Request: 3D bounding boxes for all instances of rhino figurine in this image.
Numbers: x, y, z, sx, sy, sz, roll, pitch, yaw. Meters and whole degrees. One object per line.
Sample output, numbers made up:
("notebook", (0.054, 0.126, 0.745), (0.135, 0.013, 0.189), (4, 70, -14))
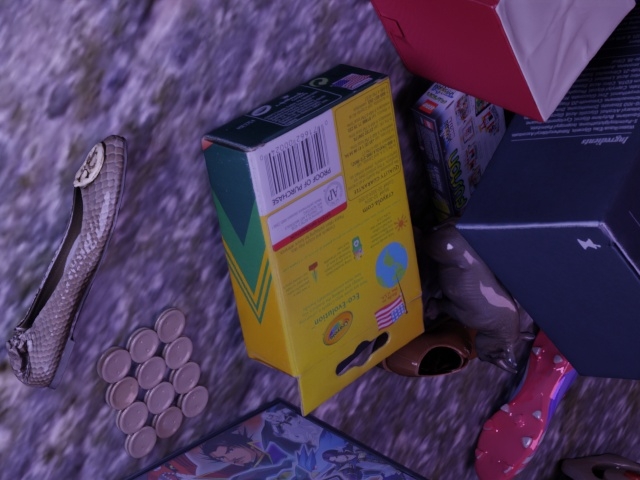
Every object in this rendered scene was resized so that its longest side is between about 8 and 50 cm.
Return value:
("rhino figurine", (0.180, 0.068, 1.870), (0.073, 0.106, 0.243), (-53, 124, -39))

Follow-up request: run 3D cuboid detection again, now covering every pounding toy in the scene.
("pounding toy", (0.452, 0.416, 2.372), (0.269, 0.154, 0.155), (3, 108, -48))

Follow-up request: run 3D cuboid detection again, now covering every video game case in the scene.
("video game case", (-0.057, 0.272, 1.647), (0.275, 0.248, 0.035), (-25, 125, -38))

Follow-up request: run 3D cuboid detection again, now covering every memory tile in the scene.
("memory tile", (-0.172, 0.147, 1.641), (0.113, 0.012, 0.148), (-38, 135, -29))

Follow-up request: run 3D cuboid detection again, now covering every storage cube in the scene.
("storage cube", (0.184, -0.270, 1.670), (0.183, 0.193, 0.215), (-51, 140, -16))

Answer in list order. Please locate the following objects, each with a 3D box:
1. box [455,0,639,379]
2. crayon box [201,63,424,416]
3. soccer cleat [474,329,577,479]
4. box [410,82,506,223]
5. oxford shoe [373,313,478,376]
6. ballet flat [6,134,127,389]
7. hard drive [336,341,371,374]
("box", (0.386, -0.076, 1.847), (0.293, 0.212, 0.395), (48, 59, -32))
("crayon box", (0.000, 0.000, 1.675), (0.202, 0.081, 0.318), (-31, 124, -35))
("soccer cleat", (0.291, 0.223, 2.150), (0.095, 0.083, 0.248), (32, 82, -56))
("box", (0.166, -0.114, 1.833), (0.114, 0.036, 0.207), (-46, 146, -22))
("oxford shoe", (0.160, 0.137, 1.958), (0.212, 0.076, 0.076), (-12, 117, -46))
("ballet flat", (-0.234, 0.018, 1.463), (0.058, 0.084, 0.250), (17, 102, -15))
("hard drive", (0.012, 0.092, 1.808), (0.094, 0.022, 0.135), (-42, 136, -26))
